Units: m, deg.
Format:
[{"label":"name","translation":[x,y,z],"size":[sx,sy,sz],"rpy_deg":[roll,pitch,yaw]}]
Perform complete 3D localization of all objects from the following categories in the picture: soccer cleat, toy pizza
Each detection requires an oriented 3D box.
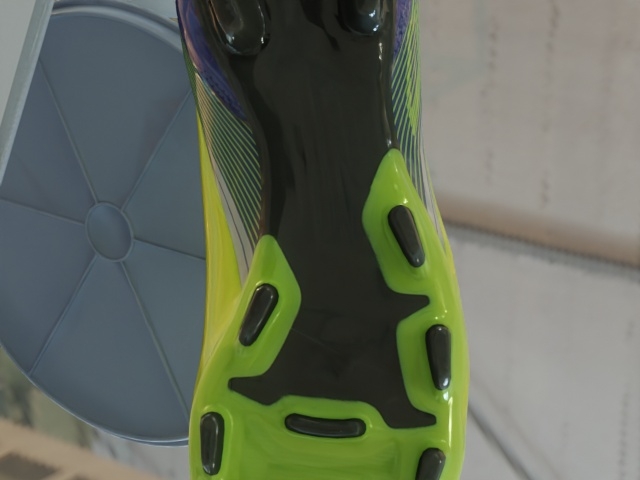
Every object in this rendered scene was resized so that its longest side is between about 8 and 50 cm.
[{"label":"soccer cleat","translation":[0.001,-0.001,0.675],"size":[0.093,0.121,0.289],"rpy_deg":[-4,-95,4]},{"label":"toy pizza","translation":[-0.082,-0.008,0.845],"size":[0.201,0.032,0.201],"rpy_deg":[13,-67,32]}]

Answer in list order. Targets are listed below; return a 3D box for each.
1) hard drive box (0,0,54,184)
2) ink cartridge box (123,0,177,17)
[{"label":"hard drive box","translation":[-0.138,-0.150,0.504],"size":[0.089,0.181,0.232],"rpy_deg":[-115,-139,-72]},{"label":"ink cartridge box","translation":[-0.015,-0.238,1.004],"size":[0.239,0.060,0.275],"rpy_deg":[5,-50,12]}]
